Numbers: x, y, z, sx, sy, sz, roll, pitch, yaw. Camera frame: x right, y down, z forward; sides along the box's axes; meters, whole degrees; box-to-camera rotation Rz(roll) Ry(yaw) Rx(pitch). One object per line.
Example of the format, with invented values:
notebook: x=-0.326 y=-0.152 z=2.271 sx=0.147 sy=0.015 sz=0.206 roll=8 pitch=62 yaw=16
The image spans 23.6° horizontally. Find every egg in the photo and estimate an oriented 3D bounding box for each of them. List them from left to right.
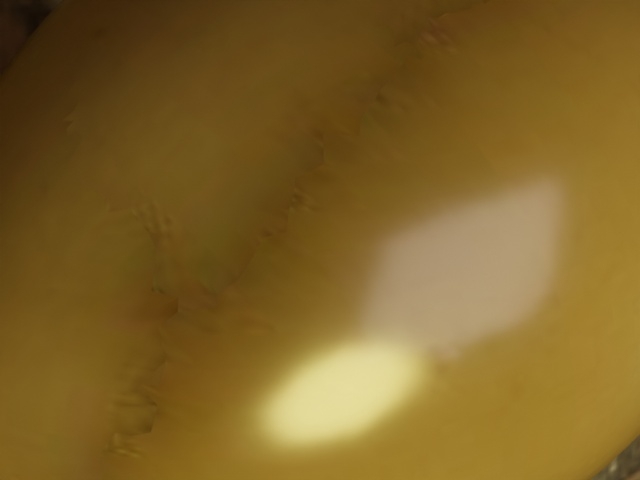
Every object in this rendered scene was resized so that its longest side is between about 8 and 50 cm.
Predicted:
egg: x=0.000 y=0.000 z=0.433 sx=0.244 sy=0.201 sz=0.201 roll=-37 pitch=123 yaw=-28
